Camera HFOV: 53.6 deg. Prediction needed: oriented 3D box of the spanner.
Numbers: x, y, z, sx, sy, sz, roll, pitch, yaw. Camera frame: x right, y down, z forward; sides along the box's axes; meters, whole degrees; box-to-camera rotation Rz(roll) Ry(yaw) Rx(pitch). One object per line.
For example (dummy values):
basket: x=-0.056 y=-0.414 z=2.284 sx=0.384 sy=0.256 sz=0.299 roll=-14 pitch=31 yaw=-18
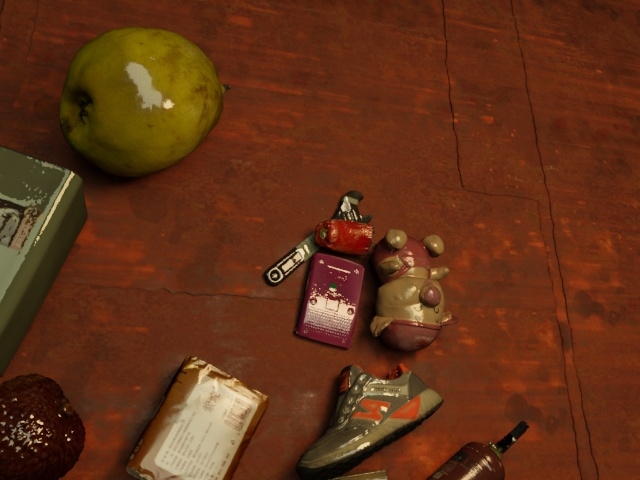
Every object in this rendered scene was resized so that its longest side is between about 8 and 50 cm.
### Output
spanner: x=0.000 y=0.000 z=1.402 sx=0.316 sy=0.024 sz=0.087 roll=-41 pitch=93 yaw=-27

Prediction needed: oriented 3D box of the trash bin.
trash bin: x=-0.546 y=0.044 z=1.093 sx=0.158 sy=0.223 sz=0.344 roll=19 pitch=65 yaw=-10

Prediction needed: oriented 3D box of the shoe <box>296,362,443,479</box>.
shoe: x=0.074 y=0.327 z=1.230 sx=0.336 sy=0.132 sz=0.171 roll=-20 pitch=63 yaw=-32

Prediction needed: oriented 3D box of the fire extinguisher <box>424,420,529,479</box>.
fire extinguisher: x=0.281 y=0.470 z=1.237 sx=0.344 sy=0.138 sz=0.102 roll=-30 pitch=59 yaw=-25

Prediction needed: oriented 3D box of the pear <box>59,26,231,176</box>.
pear: x=-0.336 y=-0.284 z=1.277 sx=0.375 sy=0.287 sz=0.287 roll=-22 pitch=76 yaw=-39

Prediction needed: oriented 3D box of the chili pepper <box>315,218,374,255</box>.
chili pepper: x=0.051 y=-0.011 z=1.378 sx=0.123 sy=0.073 sz=0.071 roll=9 pitch=47 yaw=-25

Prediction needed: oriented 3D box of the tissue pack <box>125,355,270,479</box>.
tissue pack: x=-0.219 y=0.349 z=1.147 sx=0.183 sy=0.092 sz=0.226 roll=30 pitch=64 yaw=-5

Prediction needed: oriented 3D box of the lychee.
lychee: x=-0.482 y=0.316 z=1.026 sx=0.194 sy=0.194 sz=0.195 roll=7 pitch=67 yaw=-16

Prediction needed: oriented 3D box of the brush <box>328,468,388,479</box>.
brush: x=0.009 y=0.475 z=1.206 sx=0.247 sy=0.036 sz=0.043 roll=-5 pitch=66 yaw=-13

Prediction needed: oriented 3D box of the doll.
doll: x=0.194 y=0.108 z=1.350 sx=0.196 sy=0.152 sz=0.256 roll=-1 pitch=73 yaw=-5

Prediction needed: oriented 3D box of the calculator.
calculator: x=0.024 y=0.123 z=1.346 sx=0.126 sy=0.034 sz=0.191 roll=16 pitch=69 yaw=-10
